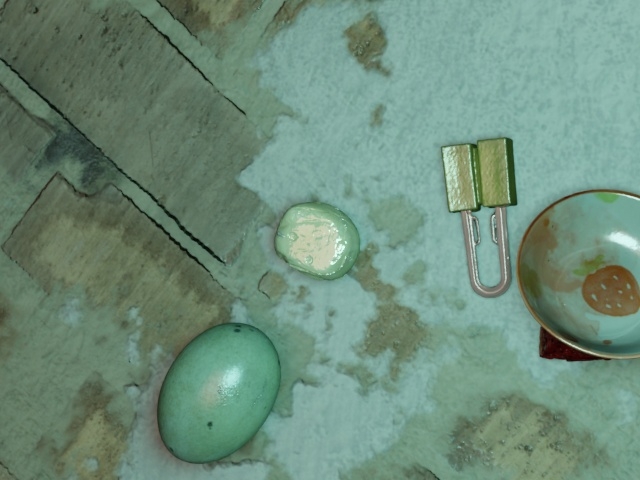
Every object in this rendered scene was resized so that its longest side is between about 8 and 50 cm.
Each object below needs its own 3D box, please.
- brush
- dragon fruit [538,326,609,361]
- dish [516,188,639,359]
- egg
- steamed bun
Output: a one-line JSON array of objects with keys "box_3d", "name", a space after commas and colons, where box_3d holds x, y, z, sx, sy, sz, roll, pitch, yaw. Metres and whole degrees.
[{"box_3d": [0.242, -0.031, 1.855, 0.103, 0.047, 0.234, -6, 88, 18], "name": "brush"}, {"box_3d": [0.383, 0.157, 1.801, 0.131, 0.097, 0.063, 10, 106, -4], "name": "dragon fruit"}, {"box_3d": [0.401, 0.060, 1.753, 0.260, 0.085, 0.260, -1, 63, 2], "name": "dish"}, {"box_3d": [-0.158, 0.236, 1.923, 0.169, 0.169, 0.236, 40, 101, 14], "name": "egg"}, {"box_3d": [0.000, 0.000, 1.912, 0.129, 0.091, 0.113, 23, 94, 13], "name": "steamed bun"}]
